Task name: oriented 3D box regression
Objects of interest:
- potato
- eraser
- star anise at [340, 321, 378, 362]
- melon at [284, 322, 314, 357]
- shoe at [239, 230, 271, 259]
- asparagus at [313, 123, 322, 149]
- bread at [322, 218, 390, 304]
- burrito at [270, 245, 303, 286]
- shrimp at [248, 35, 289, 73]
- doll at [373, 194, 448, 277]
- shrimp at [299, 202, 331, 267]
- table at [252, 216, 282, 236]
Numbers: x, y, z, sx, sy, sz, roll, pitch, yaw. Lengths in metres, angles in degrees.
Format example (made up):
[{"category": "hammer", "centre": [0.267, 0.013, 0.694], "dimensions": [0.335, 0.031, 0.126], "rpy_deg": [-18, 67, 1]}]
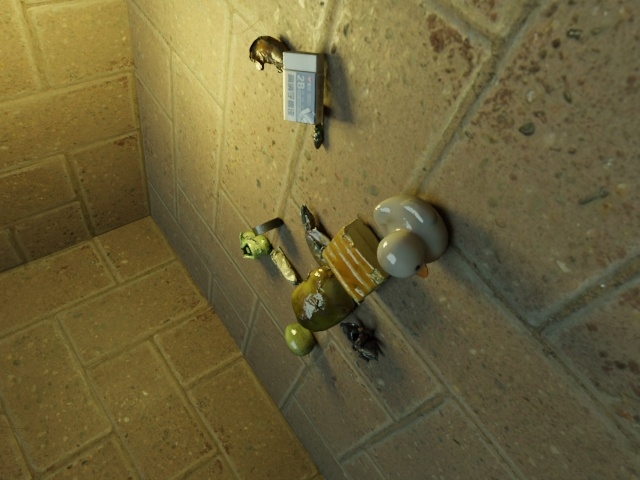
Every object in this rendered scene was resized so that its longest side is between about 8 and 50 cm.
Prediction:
[{"category": "potato", "centre": [-0.006, 0.256, 1.898], "dimensions": [0.246, 0.196, 0.299], "rpy_deg": [43, 151, 13]}, {"category": "eraser", "centre": [-0.054, -0.481, 1.468], "dimensions": [0.125, 0.068, 0.209], "rpy_deg": [16, 122, 25]}, {"category": "star anise", "centre": [0.167, 0.402, 1.880], "dimensions": [0.209, 0.089, 0.231], "rpy_deg": [49, 156, 0]}, {"category": "melon", "centre": [-0.102, 0.503, 2.339], "dimensions": [0.192, 0.139, 0.139], "rpy_deg": [57, 151, 19]}, {"category": "shoe", "centre": [-0.348, 0.019, 2.370], "dimensions": [0.262, 0.128, 0.139], "rpy_deg": [10, 108, 52]}, {"category": "asparagus", "centre": [-0.007, -0.381, 1.569], "dimensions": [0.036, 0.030, 0.165], "rpy_deg": [15, 131, 17]}, {"category": "bread", "centre": [0.135, 0.076, 1.638], "dimensions": [0.246, 0.111, 0.239], "rpy_deg": [56, 151, 12]}, {"category": "burrito", "centre": [-0.159, 0.133, 2.205], "dimensions": [0.058, 0.063, 0.229], "rpy_deg": [-43, 73, 31]}, {"category": "shrimp", "centre": [-0.132, -0.580, 1.551], "dimensions": [0.117, 0.066, 0.262], "rpy_deg": [-47, 72, 18]}, {"category": "doll", "centre": [0.233, -0.003, 1.318], "dimensions": [0.251, 0.221, 0.221], "rpy_deg": [55, 150, 14]}, {"category": "shrimp", "centre": [0.000, 0.000, 1.847], "dimensions": [0.164, 0.062, 0.316], "rpy_deg": [2, 120, 53]}, {"category": "table", "centre": [-0.241, -0.061, 2.099], "dimensions": [0.134, 0.134, 0.043], "rpy_deg": [-16, 98, 60]}]
